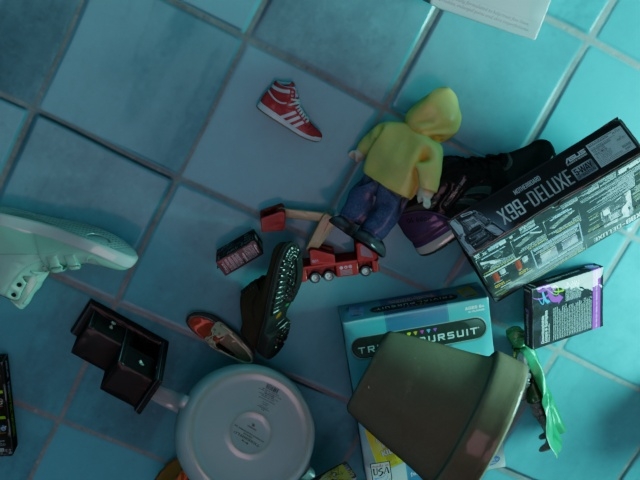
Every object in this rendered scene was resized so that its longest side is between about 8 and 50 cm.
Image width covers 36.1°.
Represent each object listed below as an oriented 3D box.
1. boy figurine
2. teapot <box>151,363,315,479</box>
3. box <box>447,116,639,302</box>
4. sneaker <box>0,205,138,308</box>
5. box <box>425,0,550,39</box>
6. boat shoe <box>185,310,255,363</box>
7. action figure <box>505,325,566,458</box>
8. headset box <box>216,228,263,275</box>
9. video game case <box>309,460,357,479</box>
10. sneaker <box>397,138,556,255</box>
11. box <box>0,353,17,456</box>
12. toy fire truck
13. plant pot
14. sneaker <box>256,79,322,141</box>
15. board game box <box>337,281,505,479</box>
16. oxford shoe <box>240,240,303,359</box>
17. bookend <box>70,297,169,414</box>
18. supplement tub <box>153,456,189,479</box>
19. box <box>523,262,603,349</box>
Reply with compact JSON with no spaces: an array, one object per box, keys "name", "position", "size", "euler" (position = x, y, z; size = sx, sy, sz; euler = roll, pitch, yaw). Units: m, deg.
[{"name":"boy figurine","position":[0.124,-0.123,1.581],"size":[0.285,0.177,0.092],"euler":[-59,145,-2]},{"name":"teapot","position":[-0.144,0.332,1.688],"size":[0.253,0.187,0.256],"euler":[-16,83,-19]},{"name":"box","position":[0.376,-0.039,1.584],"size":[0.307,0.076,0.242],"euler":[-32,152,6]},{"name":"sneaker","position":[-0.431,0.045,1.604],"size":[0.256,0.094,0.151],"euler":[15,101,1]},{"name":"box","position":[0.265,-0.424,1.496],"size":[0.181,0.119,0.181],"euler":[17,106,-10]},{"name":"boat shoe","position":[-0.172,0.168,1.696],"size":[0.137,0.043,0.049],"euler":[34,104,-13]},{"name":"action figure","position":[0.378,0.257,1.748],"size":[0.064,0.137,0.232],"euler":[-16,101,14]},{"name":"headset box","position":[-0.139,0.022,1.640],"size":[0.083,0.062,0.032],"euler":[-31,108,5]},{"name":"video game case","position":[-0.044,0.494,1.712],"size":[0.210,0.042,0.232],"euler":[-25,150,-24]},{"name":"sneaker","position":[0.247,-0.100,1.615],"size":[0.283,0.107,0.124],"euler":[-35,102,7]},{"name":"box","position":[-0.630,0.288,1.696],"size":[0.191,0.045,0.184],"euler":[-2,106,-3]},{"name":"toy fire truck","position":[0.000,0.000,1.652],"size":[0.192,0.047,0.135],"euler":[-8,109,-2]},{"name":"plant pot","position":[0.174,0.263,1.591],"size":[0.229,0.263,0.263],"euler":[27,105,6]},{"name":"sneaker","position":[-0.036,-0.211,1.581],"size":[0.118,0.042,0.067],"euler":[30,107,-12]},{"name":"board game box","position":[0.181,0.261,1.740],"size":[0.254,0.079,0.336],"euler":[-10,109,-2]},{"name":"oxford shoe","position":[-0.093,0.089,1.638],"size":[0.096,0.083,0.227],"euler":[33,123,23]},{"name":"bookend","position":[-0.341,0.190,1.629],"size":[0.157,0.156,0.072],"euler":[32,103,-13]},{"name":"supplement tub","position":[-0.208,0.479,1.759],"size":[0.117,0.117,0.190],"euler":[-40,107,8]},{"name":"box","position":[0.423,0.113,1.707],"size":[0.162,0.029,0.116],"euler":[-14,111,-27]}]
